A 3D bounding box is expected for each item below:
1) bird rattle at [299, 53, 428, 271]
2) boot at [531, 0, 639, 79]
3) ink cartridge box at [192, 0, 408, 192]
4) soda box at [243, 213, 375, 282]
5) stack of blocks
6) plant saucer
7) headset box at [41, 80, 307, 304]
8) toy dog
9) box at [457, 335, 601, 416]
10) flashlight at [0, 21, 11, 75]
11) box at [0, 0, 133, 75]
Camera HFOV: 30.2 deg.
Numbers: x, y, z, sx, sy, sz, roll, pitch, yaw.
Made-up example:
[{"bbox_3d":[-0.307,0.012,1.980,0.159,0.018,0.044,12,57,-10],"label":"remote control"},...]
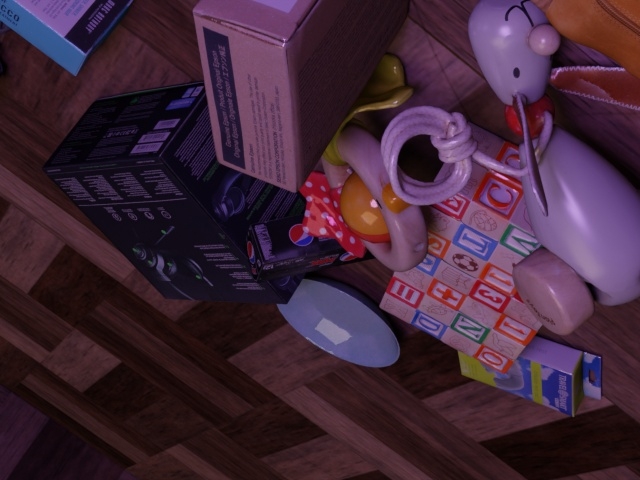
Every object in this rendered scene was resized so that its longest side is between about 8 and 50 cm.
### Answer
[{"bbox_3d":[0.037,-0.050,1.216,0.207,0.143,0.253,54,157,37],"label":"bird rattle"},{"bbox_3d":[0.263,-0.218,0.847,0.211,0.104,0.295,31,157,-10],"label":"boot"},{"bbox_3d":[-0.007,-0.191,0.996,0.088,0.234,0.193,22,150,16],"label":"ink cartridge box"},{"bbox_3d":[0.000,0.000,1.377,0.060,0.169,0.053,116,140,-62],"label":"soda box"},{"bbox_3d":[0.183,0.019,1.297,0.171,0.087,0.297,28,152,7],"label":"stack of blocks"},{"bbox_3d":[0.029,0.102,1.635,0.195,0.037,0.195,24,152,14],"label":"plant saucer"},{"bbox_3d":[-0.159,-0.045,1.488,0.246,0.131,0.283,-2,137,45],"label":"headset box"},{"bbox_3d":[0.234,-0.050,1.041,0.334,0.220,0.161,40,173,-32],"label":"toy dog"},{"bbox_3d":[0.261,0.158,1.491,0.178,0.042,0.109,19,149,25],"label":"box"},{"bbox_3d":[-0.418,-0.251,1.458,0.103,0.103,0.304,6,159,-17],"label":"flashlight"},{"bbox_3d":[-0.333,-0.297,1.293,0.244,0.100,0.060,37,153,-9],"label":"box"}]
